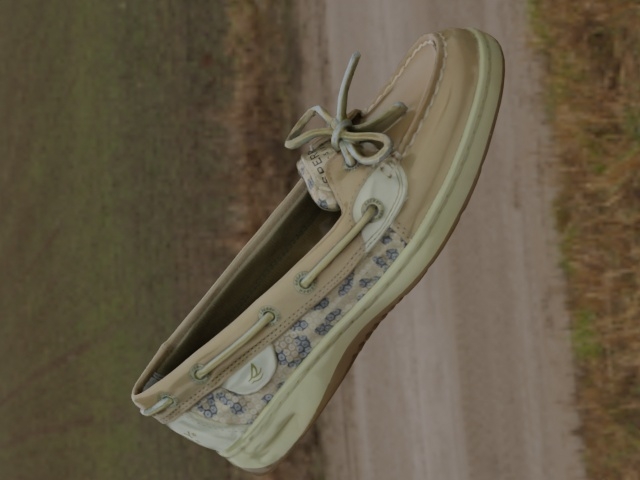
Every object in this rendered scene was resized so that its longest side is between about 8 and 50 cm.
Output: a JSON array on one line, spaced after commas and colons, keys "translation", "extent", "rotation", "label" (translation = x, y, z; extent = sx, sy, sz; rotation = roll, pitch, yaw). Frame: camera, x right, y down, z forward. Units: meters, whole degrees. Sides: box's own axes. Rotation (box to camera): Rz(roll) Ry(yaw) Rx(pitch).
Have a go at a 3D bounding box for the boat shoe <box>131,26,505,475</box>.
[{"translation": [0.000, 0.000, 0.661], "extent": [0.285, 0.089, 0.104], "rotation": [-59, 18, 10], "label": "boat shoe"}]
